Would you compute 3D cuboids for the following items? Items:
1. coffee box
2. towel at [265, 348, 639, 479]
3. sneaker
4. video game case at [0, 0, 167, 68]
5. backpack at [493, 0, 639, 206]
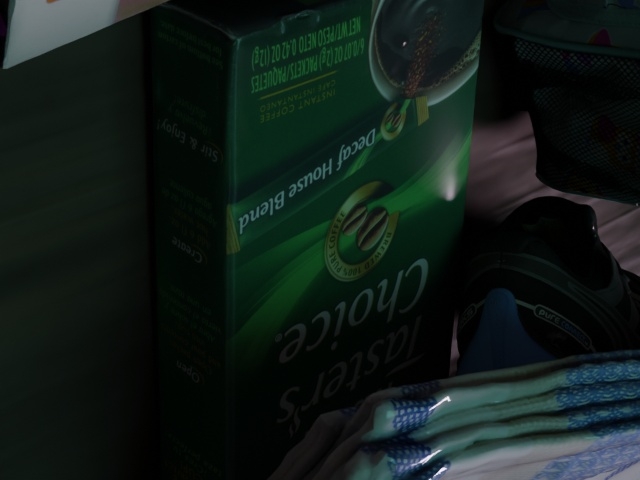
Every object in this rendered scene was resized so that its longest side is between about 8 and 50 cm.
[{"bbox_3d":[0.000,0.000,0.463,0.113,0.040,0.184,-24,130,-39],"label":"coffee box"},{"bbox_3d":[0.080,0.101,0.511,0.285,0.034,0.209,-3,147,-35],"label":"towel"},{"bbox_3d":[0.100,0.022,0.549,0.188,0.067,0.078,0,87,-66],"label":"sneaker"},{"bbox_3d":[0.020,-0.161,0.325,0.232,0.042,0.210,-30,156,-34],"label":"video game case"},{"bbox_3d":[0.174,-0.081,0.488,0.166,0.188,0.144,-40,138,-23],"label":"backpack"}]
